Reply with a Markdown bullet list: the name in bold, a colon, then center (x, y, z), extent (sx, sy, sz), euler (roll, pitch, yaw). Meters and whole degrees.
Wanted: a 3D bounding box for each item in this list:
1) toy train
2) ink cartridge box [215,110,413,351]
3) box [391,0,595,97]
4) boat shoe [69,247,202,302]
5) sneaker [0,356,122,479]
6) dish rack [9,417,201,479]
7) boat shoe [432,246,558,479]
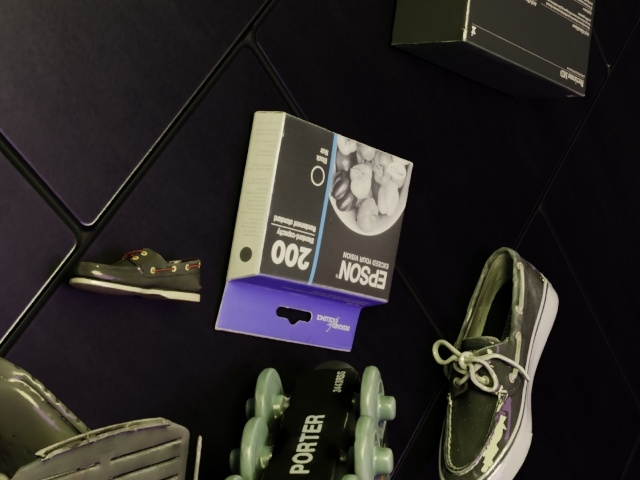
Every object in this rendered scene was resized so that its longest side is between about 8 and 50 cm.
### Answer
- **toy train**: center (-0.003, 0.238, 0.937), extent (0.334, 0.142, 0.190), euler (-71, 155, -66)
- **ink cartridge box**: center (0.000, 0.000, 1.057), extent (0.206, 0.045, 0.208), euler (15, 85, -49)
- **box**: center (0.203, -0.274, 1.209), extent (0.261, 0.103, 0.184), euler (11, 83, -49)
- **boat shoe**: center (-0.150, 0.027, 0.889), extent (0.133, 0.049, 0.042), euler (8, 83, -51)
- **sneaker**: center (-0.211, 0.238, 0.788), extent (0.146, 0.122, 0.330), euler (-41, 123, -40)
- **dish rack**: center (-0.140, 0.261, 0.730), extent (0.208, 0.074, 0.271), euler (-6, 104, -58)
- **boat shoe**: center (0.191, 0.147, 1.241), extent (0.105, 0.113, 0.306), euler (45, 59, -34)
